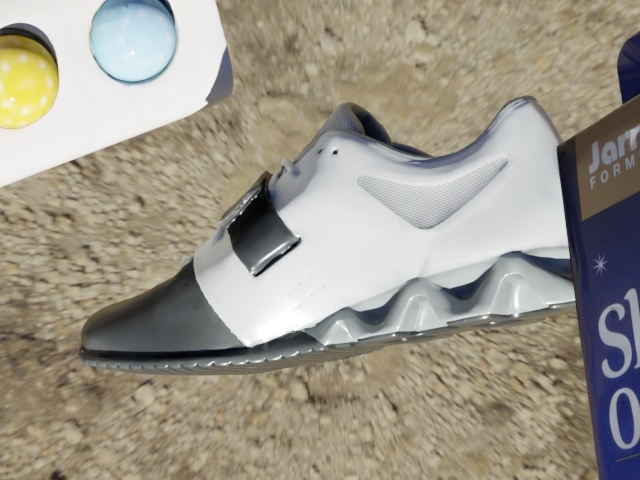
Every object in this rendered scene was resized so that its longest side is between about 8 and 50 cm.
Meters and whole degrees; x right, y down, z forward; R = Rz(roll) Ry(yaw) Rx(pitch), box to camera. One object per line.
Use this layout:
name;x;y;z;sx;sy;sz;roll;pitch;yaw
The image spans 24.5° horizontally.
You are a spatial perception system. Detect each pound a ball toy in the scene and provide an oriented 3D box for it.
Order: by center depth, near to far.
pound a ball toy;-0.226;-0.127;0.855;0.319;0.136;0.208;-23;111;-25

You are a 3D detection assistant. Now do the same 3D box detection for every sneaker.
sneaker;0.000;0.000;0.877;0.330;0.122;0.146;-13;82;21

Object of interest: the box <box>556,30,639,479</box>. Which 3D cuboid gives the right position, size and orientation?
box;0.123;0.021;0.402;0.036;0.136;0.225;6;69;-26
